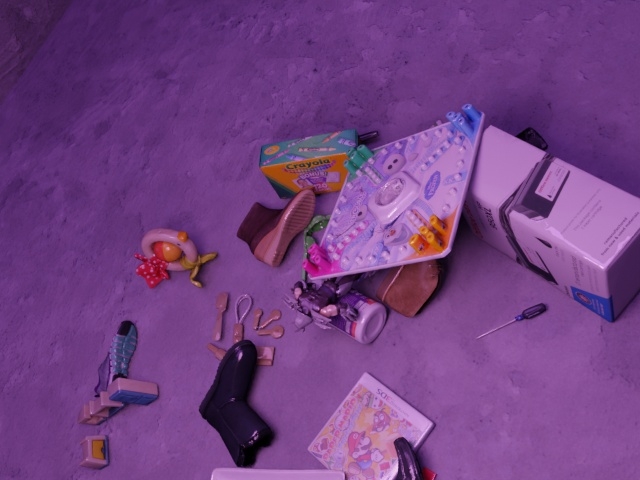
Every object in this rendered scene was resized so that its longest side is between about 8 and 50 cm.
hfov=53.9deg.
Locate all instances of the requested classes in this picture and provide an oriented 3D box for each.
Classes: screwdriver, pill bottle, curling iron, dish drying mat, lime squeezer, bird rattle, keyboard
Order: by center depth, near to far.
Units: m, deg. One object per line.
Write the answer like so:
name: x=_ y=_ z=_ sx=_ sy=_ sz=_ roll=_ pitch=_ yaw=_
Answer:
dish drying mat: x=0.214 y=0.526 z=1.337 sx=0.032 sy=0.008 sz=0.083 roll=25 pitch=76 yaw=33
screwdriver: x=0.426 y=0.183 z=1.418 sx=0.170 sy=0.025 sz=0.024 roll=-26 pitch=54 yaw=10
pill bottle: x=0.057 y=0.166 z=1.555 sx=0.194 sy=0.108 sz=0.108 roll=27 pitch=77 yaw=34
keyboard: x=0.479 y=-0.221 z=1.626 sx=0.192 sy=0.038 sz=0.100 roll=-34 pitch=77 yaw=4
lime squeezer: x=0.000 y=0.000 z=1.724 sx=0.110 sy=0.059 sz=0.310 roll=33 pitch=77 yaw=5
bird rattle: x=-0.433 y=0.037 z=1.822 sx=0.254 sy=0.206 sz=0.143 roll=8 pitch=48 yaw=20
curling iron: x=0.044 y=-0.261 z=1.850 sx=0.274 sy=0.035 sz=0.068 roll=-21 pitch=60 yaw=15

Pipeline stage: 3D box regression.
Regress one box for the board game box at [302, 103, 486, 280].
board game box: x=0.155 y=-0.106 z=1.406 sx=0.390 sy=0.050 sz=0.389 roll=-13 pitch=45 yaw=44

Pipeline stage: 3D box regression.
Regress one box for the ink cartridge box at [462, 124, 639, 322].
ink cartridge box: x=0.492 y=-0.038 z=1.349 sx=0.166 sy=0.285 sz=0.395 roll=-48 pitch=52 yaw=-4

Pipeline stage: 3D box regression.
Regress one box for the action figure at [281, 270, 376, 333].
action figure: x=0.031 y=0.111 z=1.478 sx=0.185 sy=0.099 sz=0.285 roll=31 pitch=68 yaw=28

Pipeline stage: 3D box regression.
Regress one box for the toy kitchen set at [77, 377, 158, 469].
toy kitchen set: x=-0.538 y=0.492 z=1.679 sx=0.207 sy=0.122 sz=0.166 roll=-38 pitch=51 yaw=28

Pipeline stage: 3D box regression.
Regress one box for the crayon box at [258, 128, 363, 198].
crayon box: x=-0.010 y=-0.209 z=1.752 sx=0.279 sy=0.165 sz=0.081 roll=-7 pitch=59 yaw=17

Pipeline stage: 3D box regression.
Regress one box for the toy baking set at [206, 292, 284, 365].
toy baking set: x=-0.208 y=0.248 z=1.690 sx=0.256 sy=0.030 sz=0.196 roll=24 pitch=69 yaw=28

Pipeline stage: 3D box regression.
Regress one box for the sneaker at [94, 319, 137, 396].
sneaker: x=-0.595 y=0.336 z=1.796 sx=0.098 sy=0.083 sz=0.223 roll=-10 pitch=60 yaw=27

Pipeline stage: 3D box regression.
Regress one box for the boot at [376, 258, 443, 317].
boot: x=0.258 y=0.047 z=1.492 sx=0.115 sy=0.112 sz=0.305 roll=39 pitch=113 yaw=27

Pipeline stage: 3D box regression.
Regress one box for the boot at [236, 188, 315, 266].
boot: x=-0.134 y=-0.068 z=1.760 sx=0.207 sy=0.090 sz=0.248 roll=40 pitch=104 yaw=44

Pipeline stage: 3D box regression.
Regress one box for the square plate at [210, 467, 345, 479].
square plate: x=-0.108 y=0.683 z=1.377 sx=0.344 sy=0.049 sz=0.347 roll=-8 pitch=61 yaw=22

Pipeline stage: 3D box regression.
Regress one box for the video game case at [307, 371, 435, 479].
video game case: x=0.111 y=0.445 z=1.422 sx=0.206 sy=0.026 sz=0.227 roll=32 pitch=80 yaw=36

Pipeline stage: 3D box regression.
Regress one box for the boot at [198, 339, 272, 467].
boot: x=-0.179 y=0.395 z=1.526 sx=0.207 sy=0.094 sz=0.246 roll=37 pitch=103 yaw=38

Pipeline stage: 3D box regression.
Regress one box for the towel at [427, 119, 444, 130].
towel: x=0.238 y=-0.130 z=1.570 sx=0.324 sy=0.038 sz=0.247 roll=-54 pitch=29 yaw=20

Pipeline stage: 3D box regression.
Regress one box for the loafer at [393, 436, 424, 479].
loafer: x=0.181 y=0.521 z=1.298 sx=0.078 sy=0.076 sz=0.223 roll=-15 pitch=67 yaw=3
